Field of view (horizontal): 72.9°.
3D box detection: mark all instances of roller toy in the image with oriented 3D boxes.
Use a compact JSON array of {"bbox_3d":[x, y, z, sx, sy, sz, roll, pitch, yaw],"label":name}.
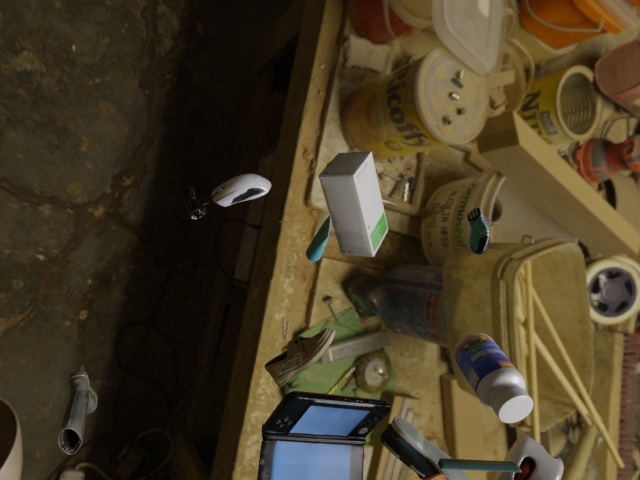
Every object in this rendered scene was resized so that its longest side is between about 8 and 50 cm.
[{"bbox_3d":[0.639,0.718,1.323,0.209,0.146,0.191,-27,140,-46],"label":"roller toy"}]

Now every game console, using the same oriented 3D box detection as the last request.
[{"bbox_3d":[0.007,0.251,0.510,0.143,0.085,0.124,15,125,-24],"label":"game console"}]

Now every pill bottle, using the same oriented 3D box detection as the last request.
[{"bbox_3d":[0.551,0.437,1.389,0.152,0.272,0.153,-4,116,-9],"label":"pill bottle"}]

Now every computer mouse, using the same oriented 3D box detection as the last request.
[{"bbox_3d":[-0.204,-0.110,0.948,0.192,0.106,0.042,-20,131,-10],"label":"computer mouse"}]

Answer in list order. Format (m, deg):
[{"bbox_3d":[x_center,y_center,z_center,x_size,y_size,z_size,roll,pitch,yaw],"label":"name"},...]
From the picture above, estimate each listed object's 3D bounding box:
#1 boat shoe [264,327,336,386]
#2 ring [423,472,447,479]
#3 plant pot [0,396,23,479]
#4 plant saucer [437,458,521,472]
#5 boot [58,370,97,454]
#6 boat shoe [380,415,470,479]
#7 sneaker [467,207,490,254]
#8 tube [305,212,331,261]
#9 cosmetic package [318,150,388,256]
[{"bbox_3d":[-0.073,0.376,1.455,0.098,0.302,0.109,47,26,0],"label":"boat shoe"},{"bbox_3d":[0.189,0.704,1.084,0.336,0.032,0.337,-23,132,-28],"label":"ring"},{"bbox_3d":[-0.587,0.398,0.640,0.283,0.284,0.191,-13,121,-28],"label":"plant pot"},{"bbox_3d":[0.394,0.562,1.085,0.191,0.067,0.018,0,72,8],"label":"plant saucer"},{"bbox_3d":[-0.676,0.498,1.214,0.075,0.208,0.190,-14,128,-21],"label":"boot"},{"bbox_3d":[0.314,0.656,1.277,0.091,0.302,0.114,-55,158,13],"label":"boat shoe"},{"bbox_3d":[0.629,-0.024,1.667,0.098,0.083,0.224,34,47,-24],"label":"sneaker"},{"bbox_3d":[0.000,0.000,1.318,0.052,0.207,0.080,8,63,-10],"label":"tube"},{"bbox_3d":[0.135,-0.139,1.682,0.197,0.155,0.366,-55,139,-42],"label":"cosmetic package"}]
